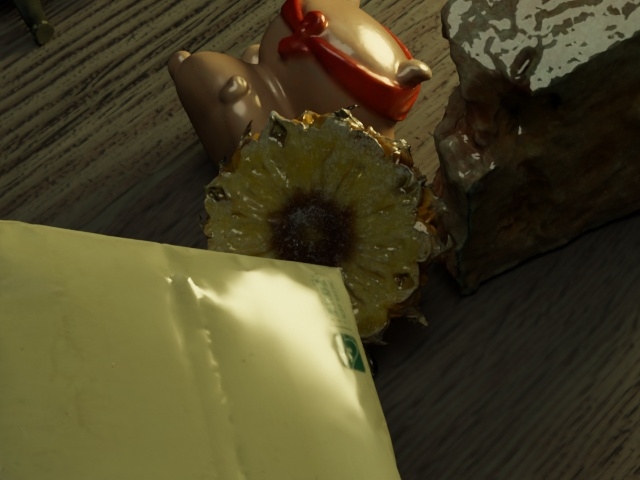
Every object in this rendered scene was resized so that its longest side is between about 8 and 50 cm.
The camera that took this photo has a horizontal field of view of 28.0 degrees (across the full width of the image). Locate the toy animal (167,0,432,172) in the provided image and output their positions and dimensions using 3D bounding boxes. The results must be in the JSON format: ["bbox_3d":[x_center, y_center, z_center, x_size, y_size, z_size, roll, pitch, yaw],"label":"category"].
[{"bbox_3d":[-0.014,-0.129,1.105,0.198,0.171,0.171,-27,54,-7],"label":"toy animal"}]

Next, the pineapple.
[{"bbox_3d":[0.000,0.000,0.991,0.221,0.047,0.221,1,94,20],"label":"pineapple"}]

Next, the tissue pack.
[{"bbox_3d":[-0.099,0.197,0.744,0.297,0.207,0.380,5,52,-32],"label":"tissue pack"}]

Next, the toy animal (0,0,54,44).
[{"bbox_3d":[-0.311,-0.261,1.274,0.269,0.082,0.137,-34,54,-16],"label":"toy animal"}]

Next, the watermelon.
[{"bbox_3d":[0.202,-0.128,1.018,0.302,0.264,0.151,-22,52,-9],"label":"watermelon"}]
